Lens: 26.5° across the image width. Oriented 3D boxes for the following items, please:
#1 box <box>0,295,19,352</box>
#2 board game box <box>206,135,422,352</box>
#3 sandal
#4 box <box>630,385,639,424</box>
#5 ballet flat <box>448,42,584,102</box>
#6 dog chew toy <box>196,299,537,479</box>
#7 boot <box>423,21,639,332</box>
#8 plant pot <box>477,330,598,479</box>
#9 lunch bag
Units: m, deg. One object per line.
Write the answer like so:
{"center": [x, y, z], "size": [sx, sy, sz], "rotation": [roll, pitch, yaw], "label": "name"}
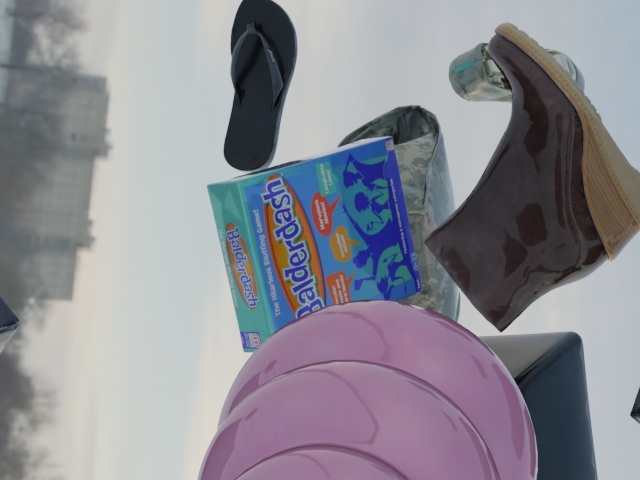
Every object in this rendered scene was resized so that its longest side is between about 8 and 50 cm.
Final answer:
{"center": [-0.475, 0.029, 1.057], "size": [0.343, 0.312, 0.179], "rotation": [50, -56, 15], "label": "box"}
{"center": [0.000, 0.000, 1.282], "size": [0.047, 0.210, 0.160], "rotation": [-3, -77, 46], "label": "board game box"}
{"center": [-0.087, -0.223, 1.900], "size": [0.054, 0.097, 0.255], "rotation": [25, 66, -72], "label": "sandal"}
{"center": [0.405, 0.174, 1.253], "size": [0.147, 0.180, 0.077], "rotation": [-17, -142, 55], "label": "box"}
{"center": [0.240, -0.187, 1.530], "size": [0.068, 0.213, 0.072], "rotation": [-33, -113, 50], "label": "ballet flat"}
{"center": [0.020, 0.154, 0.788], "size": [0.332, 0.206, 0.207], "rotation": [-44, 144, -76], "label": "dog chew toy"}
{"center": [0.181, -0.060, 1.308], "size": [0.248, 0.207, 0.090], "rotation": [54, 8, -2], "label": "boot"}
{"center": [0.161, 0.202, 1.366], "size": [0.167, 0.188, 0.187], "rotation": [-16, 100, -64], "label": "plant pot"}
{"center": [0.107, -0.021, 1.851], "size": [0.287, 0.169, 0.235], "rotation": [-70, 152, -54], "label": "lunch bag"}
